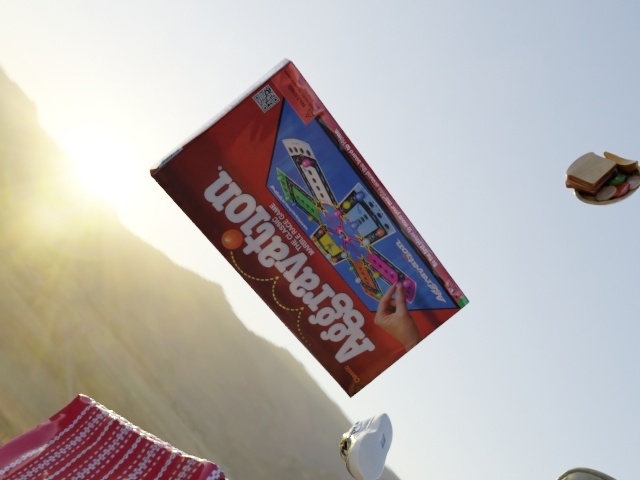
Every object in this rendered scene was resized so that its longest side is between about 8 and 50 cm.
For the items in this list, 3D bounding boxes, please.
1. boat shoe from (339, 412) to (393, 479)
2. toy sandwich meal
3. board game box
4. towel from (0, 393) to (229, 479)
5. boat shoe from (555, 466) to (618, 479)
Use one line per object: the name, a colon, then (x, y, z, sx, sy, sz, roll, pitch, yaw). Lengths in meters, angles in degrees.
boat shoe: (0.073, 0.366, 1.368, 0.219, 0.070, 0.077, -16, 90, -72)
toy sandwich meal: (0.322, -0.073, 0.883, 0.085, 0.085, 0.029, 32, -22, 55)
board game box: (0.000, 0.000, 0.674, 0.281, 0.145, 0.027, 50, 2, -25)
towel: (-0.204, 0.195, 0.569, 0.275, 0.199, 0.031, 2, -62, 55)
boat shoe: (0.395, 0.392, 0.947, 0.103, 0.113, 0.302, 47, -3, -25)
